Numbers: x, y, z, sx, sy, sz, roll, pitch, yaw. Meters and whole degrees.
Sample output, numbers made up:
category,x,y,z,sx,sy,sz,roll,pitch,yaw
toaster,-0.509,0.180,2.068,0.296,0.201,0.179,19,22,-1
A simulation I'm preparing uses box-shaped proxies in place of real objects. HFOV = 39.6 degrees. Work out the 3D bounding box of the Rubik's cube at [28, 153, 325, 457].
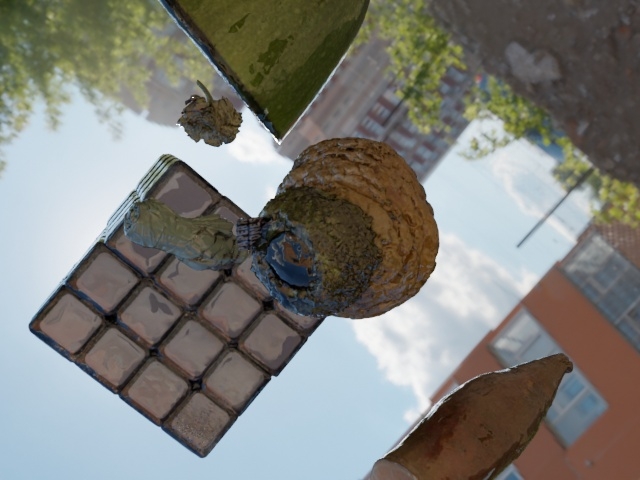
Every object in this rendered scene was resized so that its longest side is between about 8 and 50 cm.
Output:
category,x,y,z,sx,sy,sz,roll,pitch,yaw
Rubik's cube,-0.222,0.088,1.454,0.344,0.337,0.344,40,176,-12

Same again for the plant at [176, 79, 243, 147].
category,x,y,z,sx,sy,sz,roll,pitch,yaw
plant,-0.205,-0.239,1.648,0.117,0.104,0.121,16,-126,-30

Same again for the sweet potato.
category,x,y,z,sx,sy,sz,roll,pitch,yaw
sweet potato,0.207,0.231,1.125,0.131,0.337,0.131,37,150,27

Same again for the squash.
category,x,y,z,sx,sy,sz,roll,pitch,yaw
squash,-0.041,-0.349,1.297,0.310,0.309,0.310,52,-179,-1

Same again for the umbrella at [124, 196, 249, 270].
category,x,y,z,sx,sy,sz,roll,pitch,yaw
umbrella,-0.142,-0.005,0.958,0.144,0.067,0.062,18,-158,-27

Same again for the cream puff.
category,x,y,z,sx,sy,sz,roll,pitch,yaw
cream puff,0.000,0.000,0.839,0.183,0.183,0.169,44,-141,18
